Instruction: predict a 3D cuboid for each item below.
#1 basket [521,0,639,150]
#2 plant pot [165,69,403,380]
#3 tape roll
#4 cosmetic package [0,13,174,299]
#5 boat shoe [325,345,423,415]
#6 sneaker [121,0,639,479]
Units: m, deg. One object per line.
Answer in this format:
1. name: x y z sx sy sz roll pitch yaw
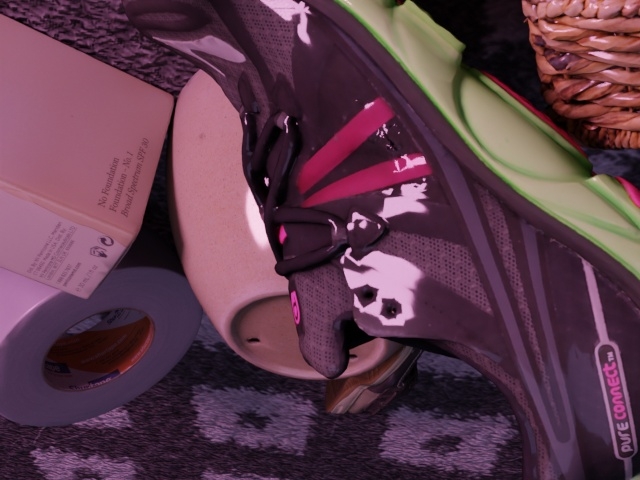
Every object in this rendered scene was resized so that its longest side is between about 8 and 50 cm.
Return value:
1. basket: 0.279 -0.124 0.565 0.299 0.213 0.223 -7 140 18
2. plant pot: 0.000 0.000 0.792 0.284 0.191 0.284 4 142 3
3. tape roll: -0.227 0.082 0.939 0.219 0.072 0.219 -25 146 -18
4. cosmetic package: -0.285 -0.093 0.744 0.309 0.160 0.113 24 139 -22
5. boat shoe: 0.071 0.136 1.056 0.073 0.080 0.223 13 148 -16
6. sneaker: 0.023 -0.031 0.588 0.202 0.483 0.185 -48 160 6
